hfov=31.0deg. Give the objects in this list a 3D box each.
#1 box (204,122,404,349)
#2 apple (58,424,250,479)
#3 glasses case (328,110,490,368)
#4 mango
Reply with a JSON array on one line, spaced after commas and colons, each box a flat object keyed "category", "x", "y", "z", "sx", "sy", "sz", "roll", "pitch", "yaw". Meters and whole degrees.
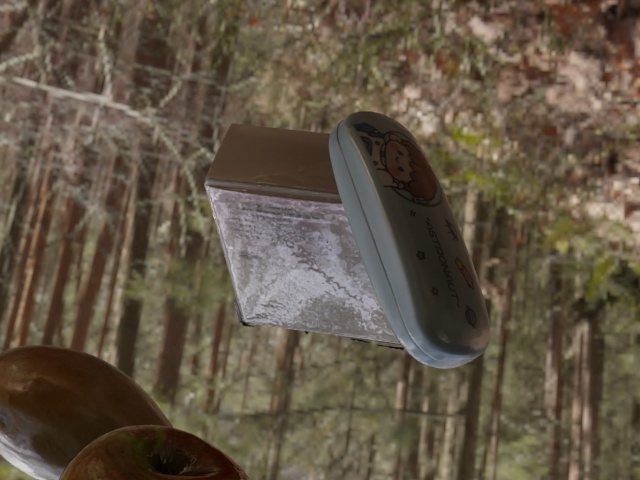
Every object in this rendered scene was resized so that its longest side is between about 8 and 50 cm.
[{"category": "box", "x": 0.000, "y": 0.000, "z": 1.279, "sx": 0.203, "sy": 0.106, "sz": 0.251, "roll": 8, "pitch": 141, "yaw": 16}, {"category": "apple", "x": -0.158, "y": 0.271, "z": 1.067, "sx": 0.196, "sy": 0.195, "sz": 0.196, "roll": 7, "pitch": 158, "yaw": 3}, {"category": "glasses case", "x": 0.055, "y": -0.003, "z": 0.727, "sx": 0.067, "sy": 0.178, "sz": 0.045, "roll": 4, "pitch": 147, "yaw": -42}, {"category": "mango", "x": -0.344, "y": 0.287, "z": 1.727, "sx": 0.384, "sy": 0.199, "sz": 0.221, "roll": 31, "pitch": 150, "yaw": 6}]
